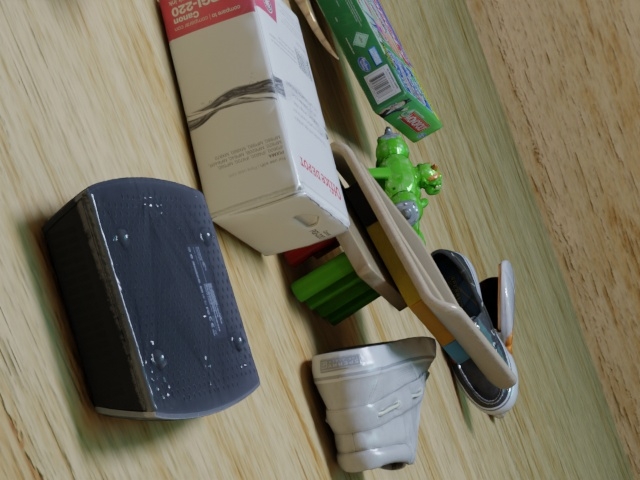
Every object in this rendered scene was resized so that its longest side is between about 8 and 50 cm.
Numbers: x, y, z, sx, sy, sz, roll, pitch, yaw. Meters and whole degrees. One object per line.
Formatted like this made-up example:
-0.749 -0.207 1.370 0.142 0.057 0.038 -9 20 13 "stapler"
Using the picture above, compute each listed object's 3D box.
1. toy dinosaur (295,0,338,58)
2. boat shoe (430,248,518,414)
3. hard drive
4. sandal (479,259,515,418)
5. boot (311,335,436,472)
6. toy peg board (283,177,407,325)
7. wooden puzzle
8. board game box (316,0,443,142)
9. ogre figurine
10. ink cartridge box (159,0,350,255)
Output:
-0.044 -0.304 2.150 0.211 0.064 0.112 51 41 -36 "toy dinosaur"
0.187 0.112 2.491 0.076 0.080 0.228 32 41 -62 "boat shoe"
-0.115 0.044 1.362 0.254 0.054 0.172 -4 76 -77 "hard drive"
0.218 0.141 2.611 0.102 0.076 0.265 -81 173 -48 "sandal"
0.057 0.161 1.891 0.258 0.095 0.123 -3 84 -70 "boot"
0.000 0.000 1.900 0.161 0.079 0.161 60 7 21 "toy peg board"
0.095 0.031 1.956 0.239 0.044 0.221 57 4 33 "wooden puzzle"
0.036 -0.278 2.316 0.317 0.046 0.213 63 11 13 "board game box"
0.092 -0.043 2.278 0.118 0.096 0.197 84 15 -50 "ogre figurine"
-0.056 -0.111 1.731 0.158 0.092 0.218 36 36 -69 "ink cartridge box"
